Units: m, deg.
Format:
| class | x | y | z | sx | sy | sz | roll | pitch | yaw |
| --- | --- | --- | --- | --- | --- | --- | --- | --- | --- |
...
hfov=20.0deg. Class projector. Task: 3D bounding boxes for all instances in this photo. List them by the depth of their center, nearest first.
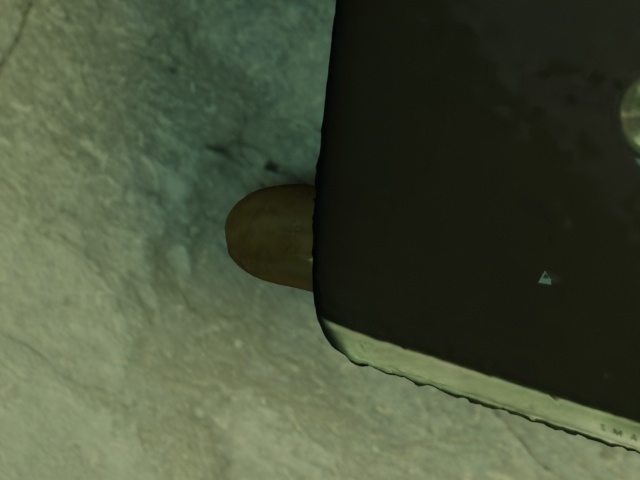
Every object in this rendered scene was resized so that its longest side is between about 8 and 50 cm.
| class | x | y | z | sx | sy | sz | roll | pitch | yaw |
| --- | --- | --- | --- | --- | --- | --- | --- | --- | --- |
| projector | 0.221 | -0.105 | 0.997 | 0.395 | 0.242 | 0.405 | 16 | 117 | 22 |

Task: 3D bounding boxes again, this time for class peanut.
| class | x | y | z | sx | sy | sz | roll | pitch | yaw |
| --- | --- | --- | --- | --- | --- | --- | --- | --- | --- |
| peanut | 0.000 | 0.000 | 1.251 | 0.152 | 0.076 | 0.076 | 8 | 115 | 28 |
